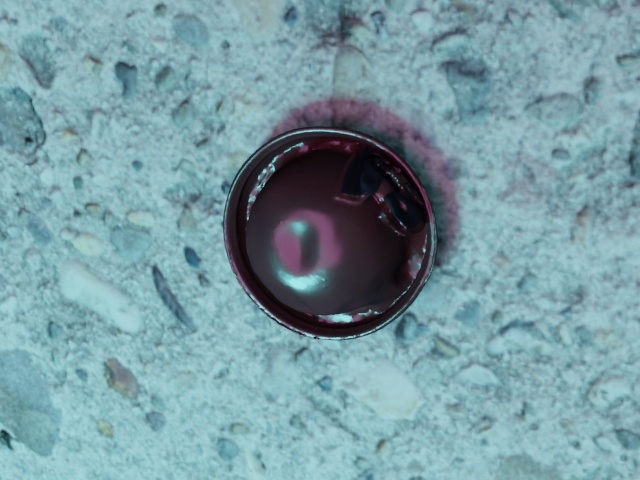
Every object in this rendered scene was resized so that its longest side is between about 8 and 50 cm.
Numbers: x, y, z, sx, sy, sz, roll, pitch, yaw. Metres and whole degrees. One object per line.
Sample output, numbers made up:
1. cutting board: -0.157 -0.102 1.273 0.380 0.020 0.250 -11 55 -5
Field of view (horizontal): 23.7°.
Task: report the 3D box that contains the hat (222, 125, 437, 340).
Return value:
1. hat: 0.000 0.000 1.329 0.205 0.089 0.205 8 111 22
